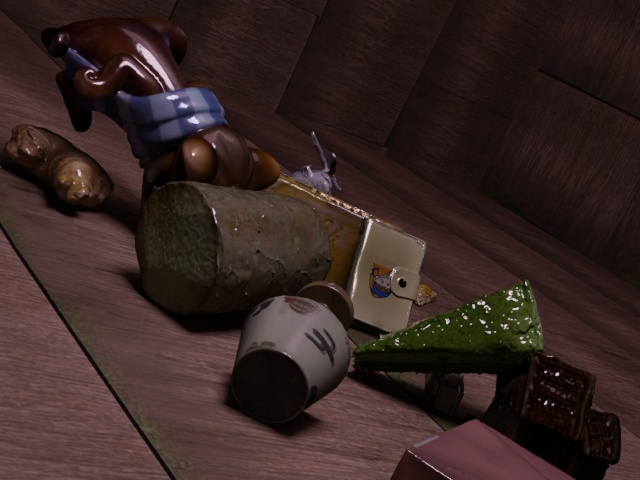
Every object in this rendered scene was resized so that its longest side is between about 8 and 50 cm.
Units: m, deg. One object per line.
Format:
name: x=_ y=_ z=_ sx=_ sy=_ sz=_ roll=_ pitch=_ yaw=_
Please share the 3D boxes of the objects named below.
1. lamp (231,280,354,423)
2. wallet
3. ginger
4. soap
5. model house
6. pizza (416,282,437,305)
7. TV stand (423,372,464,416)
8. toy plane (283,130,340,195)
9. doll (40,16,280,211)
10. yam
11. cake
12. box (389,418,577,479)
lamp: x=-0.022 y=0.108 z=1.140 sx=0.121 sy=0.121 sz=0.215 roll=27 pitch=23 yaw=8
wallet: x=0.091 y=0.057 z=1.570 sx=0.110 sy=0.155 sz=0.039 roll=22 pitch=-21 yaw=-16
ginger: x=-0.351 y=-0.097 z=1.502 sx=0.213 sy=0.074 sz=0.137 roll=28 pitch=8 yaw=40
soap: x=0.000 y=0.000 z=1.656 sx=0.233 sy=0.135 sz=0.076 roll=25 pitch=11 yaw=-2
model house: x=0.274 y=0.210 z=1.264 sx=0.165 sy=0.152 sz=0.106 roll=23 pitch=17 yaw=-3
pizza: x=0.167 y=0.089 z=1.897 sx=0.123 sy=0.026 sz=0.108 roll=22 pitch=14 yaw=-20
TV stand: x=0.167 y=0.178 z=1.460 sx=0.042 sy=0.036 sz=0.249 roll=24 pitch=11 yaw=2
toy plane: x=-0.053 y=-0.131 z=2.180 sx=0.107 sy=0.182 sz=0.273 roll=-21 pitch=35 yaw=-28
doll: x=-0.232 y=-0.154 z=1.495 sx=0.340 sy=0.209 sz=0.318 roll=52 pitch=16 yaw=10
yam: x=-0.108 y=0.011 z=1.321 sx=0.161 sy=0.161 sz=0.268 roll=31 pitch=14 yaw=26
cake: x=0.159 y=0.139 z=1.314 sx=0.100 sy=0.235 sz=0.099 roll=64 pitch=7 yaw=-66
box: x=0.176 y=0.261 z=0.974 sx=0.215 sy=0.086 sz=0.215 roll=31 pitch=13 yaw=24
